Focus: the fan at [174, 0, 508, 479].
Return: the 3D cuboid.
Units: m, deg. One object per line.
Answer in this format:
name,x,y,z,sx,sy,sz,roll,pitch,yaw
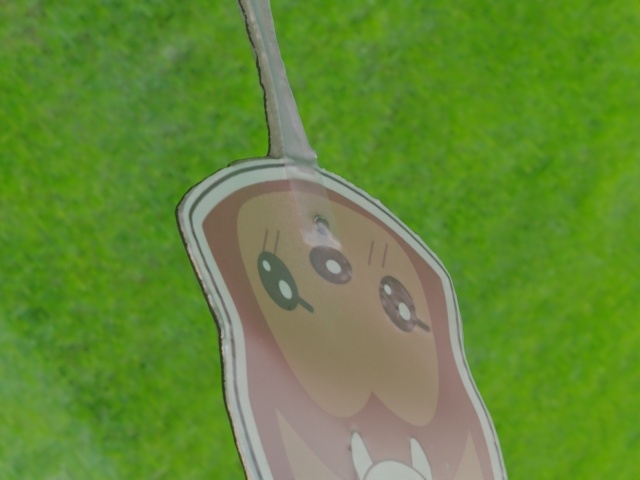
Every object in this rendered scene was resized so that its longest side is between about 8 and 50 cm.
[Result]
fan,0.000,0.000,0.525,0.009,0.220,0.132,-30,156,31
